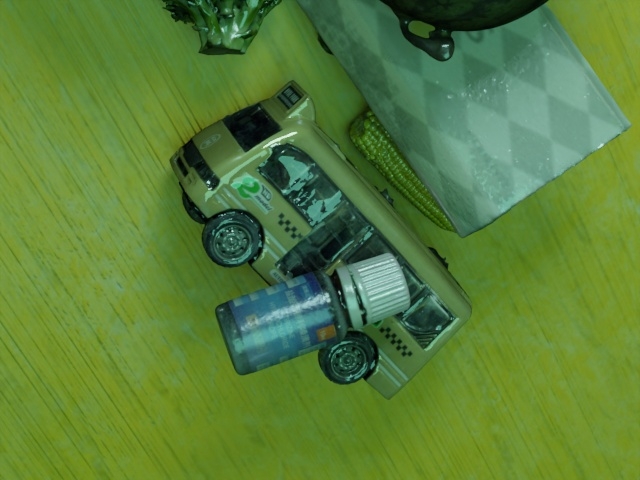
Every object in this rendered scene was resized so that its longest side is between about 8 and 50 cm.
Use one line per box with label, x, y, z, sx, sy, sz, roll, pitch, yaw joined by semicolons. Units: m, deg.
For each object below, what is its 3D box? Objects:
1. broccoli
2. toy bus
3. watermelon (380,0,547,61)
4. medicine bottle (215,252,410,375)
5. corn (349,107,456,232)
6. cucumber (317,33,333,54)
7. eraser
broccoli;-0.108;-0.271;1.417;0.145;0.162;0.138;-3;88;20
toy bus;0.000;0.000;1.521;0.202;0.177;0.365;-42;115;3
watermelon;0.148;-0.355;1.252;0.278;0.279;0.359;21;100;-17
medicine bottle;-0.007;0.075;1.405;0.203;0.083;0.083;-19;113;-9
corn;0.117;-0.080;1.566;0.206;0.067;0.067;39;99;-21
cucumber;0.116;-0.249;1.501;0.241;0.074;0.075;-10;112;-5
eraser;0.133;-0.222;1.424;0.213;0.082;0.397;-34;89;-5
